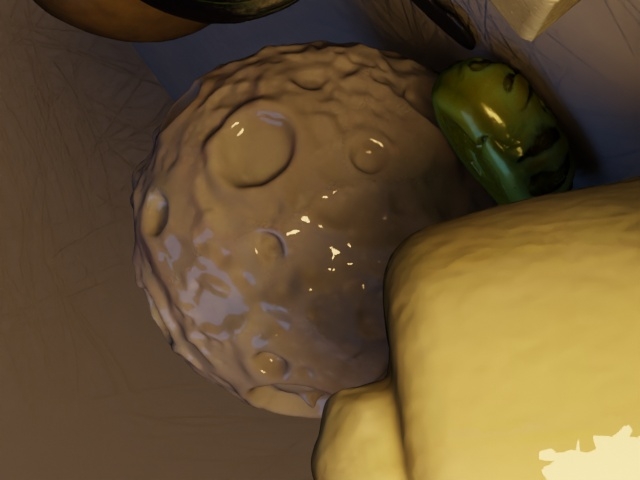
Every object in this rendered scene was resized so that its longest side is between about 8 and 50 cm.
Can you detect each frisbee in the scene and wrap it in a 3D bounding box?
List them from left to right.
[{"bbox_3d":[0.045,-0.235,1.489,0.211,0.012,0.187,52,173,-7],"label":"frisbee"}]

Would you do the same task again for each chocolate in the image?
[{"bbox_3d":[0.154,0.123,1.135,0.326,0.297,0.314,62,-160,-54],"label":"chocolate"}]

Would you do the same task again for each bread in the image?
[{"bbox_3d":[0.144,-0.081,1.404,0.139,0.071,0.130,51,170,13],"label":"bread"}]

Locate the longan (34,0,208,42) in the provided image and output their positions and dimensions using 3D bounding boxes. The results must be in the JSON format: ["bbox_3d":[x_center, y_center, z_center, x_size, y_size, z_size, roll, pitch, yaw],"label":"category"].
[{"bbox_3d":[-0.159,-0.300,1.565,0.258,0.258,0.258,50,172,9],"label":"longan"}]

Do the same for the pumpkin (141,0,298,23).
[{"bbox_3d":[-0.111,-0.272,1.250,0.296,0.296,0.296,50,172,9],"label":"pumpkin"}]

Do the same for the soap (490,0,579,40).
[{"bbox_3d":[0.096,-0.216,1.088,0.183,0.064,0.121,51,175,5],"label":"soap"}]

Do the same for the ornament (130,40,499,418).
[{"bbox_3d":[0.000,0.000,1.575,0.337,0.337,0.337,50,172,9],"label":"ornament"}]
